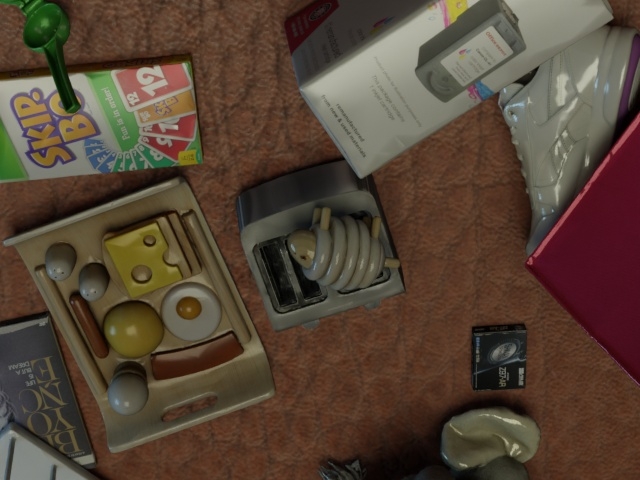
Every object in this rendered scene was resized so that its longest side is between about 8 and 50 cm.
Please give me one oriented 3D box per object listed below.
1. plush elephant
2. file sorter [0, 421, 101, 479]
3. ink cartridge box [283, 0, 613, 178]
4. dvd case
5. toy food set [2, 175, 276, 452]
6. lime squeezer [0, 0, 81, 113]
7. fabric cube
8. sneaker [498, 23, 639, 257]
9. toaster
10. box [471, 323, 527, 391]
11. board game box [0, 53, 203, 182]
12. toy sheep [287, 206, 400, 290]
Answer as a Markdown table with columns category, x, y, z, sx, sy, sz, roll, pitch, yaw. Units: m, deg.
| category | x | y | z | sx | sy | sz | roll | pitch | yaw |
| --- | --- | --- | --- | --- | --- | --- | --- | --- | --- |
| plush elephant | 0.179 | 0.359 | 1.886 | 0.255 | 0.330 | 0.272 | -16 | 131 | -21 |
| file sorter | -0.335 | 0.402 | 1.886 | 0.277 | 0.173 | 0.193 | 38 | 108 | -22 |
| ink cartridge box | 0.125 | -0.230 | 1.615 | 0.306 | 0.226 | 0.131 | -33 | 114 | 10 |
| dvd case | -0.382 | 0.203 | 1.888 | 0.164 | 0.018 | 0.221 | -12 | 115 | 1 |
| toy food set | -0.209 | 0.089 | 1.808 | 0.219 | 0.092 | 0.306 | -20 | 115 | 5 |
| lime squeezer | -0.332 | -0.256 | 1.644 | 0.059 | 0.110 | 0.310 | -40 | 81 | 30 |
| fabric cube | 0.439 | 0.028 | 1.690 | 0.258 | 0.254 | 0.259 | 19 | 114 | -44 |
| sneaker | 0.268 | -0.117 | 1.759 | 0.152 | 0.114 | 0.305 | 19 | 117 | 13 |
| toaster | 0.000 | 0.000 | 1.773 | 0.168 | 0.110 | 0.186 | -17 | 114 | 3 |
| box | 0.221 | 0.145 | 1.905 | 0.067 | 0.018 | 0.083 | -2 | 114 | -3 |
| board game box | -0.268 | -0.136 | 1.736 | 0.259 | 0.039 | 0.124 | -5 | 114 | 1 |
| toy sheep | 0.027 | 0.012 | 1.675 | 0.132 | 0.091 | 0.091 | 10 | 113 | -15 |
